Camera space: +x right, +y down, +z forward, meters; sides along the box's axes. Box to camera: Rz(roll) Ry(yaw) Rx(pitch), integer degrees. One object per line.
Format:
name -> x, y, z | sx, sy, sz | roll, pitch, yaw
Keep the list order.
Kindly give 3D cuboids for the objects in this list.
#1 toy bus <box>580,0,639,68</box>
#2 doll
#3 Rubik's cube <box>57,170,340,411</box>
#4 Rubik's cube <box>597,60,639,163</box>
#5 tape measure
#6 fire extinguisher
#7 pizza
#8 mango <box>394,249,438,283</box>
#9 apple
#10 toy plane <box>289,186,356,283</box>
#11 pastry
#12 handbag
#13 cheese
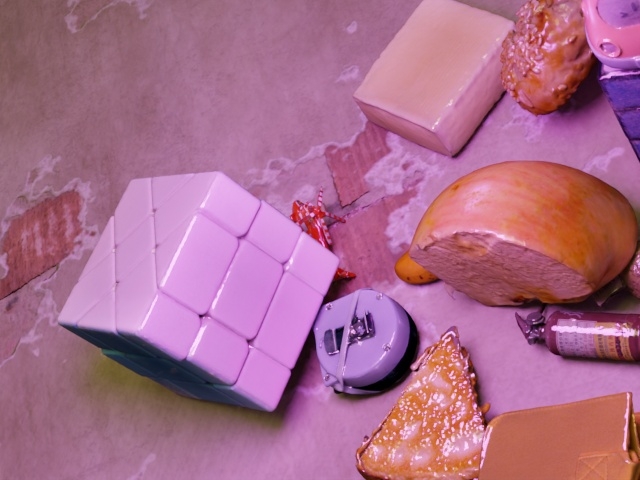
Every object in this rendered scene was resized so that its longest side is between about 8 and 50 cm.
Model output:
toy bus -> 0.451, -0.398, 1.592 | 0.194, 0.232, 0.288 | -9, 56, 26
doll -> 0.527, 0.033, 1.800 | 0.221, 0.105, 0.115 | -35, 74, 0
Rubik's cube -> -0.217, 0.090, 2.044 | 0.321, 0.316, 0.319 | 0, 60, 51
Rubik's cube -> 0.650, -0.310, 1.788 | 0.337, 0.344, 0.344 | -5, 61, 29
tape measure -> 0.075, 0.173, 1.999 | 0.181, 0.107, 0.182 | -32, 47, 19
fire extinguisher -> 0.419, 0.147, 1.838 | 0.252, 0.106, 0.075 | 0, 100, 33
pizza -> 0.167, 0.305, 1.879 | 0.251, 0.074, 0.288 | -22, 51, 18
mango -> 0.184, 0.038, 2.047 | 0.114, 0.057, 0.079 | -19, 61, 25
apple -> 0.333, -0.009, 1.851 | 0.309, 0.314, 0.252 | -19, 92, 56
toy plane -> 0.005, -0.001, 2.181 | 0.194, 0.126, 0.077 | 48, 129, 9
pastry -> 0.425, -0.376, 2.024 | 0.162, 0.255, 0.311 | 36, 87, -1
handbag -> 0.350, 0.426, 1.600 | 0.283, 0.133, 0.401 | -24, 47, 51
cheese -> 0.231, -0.320, 2.200 | 0.242, 0.124, 0.265 | 31, 79, 37
